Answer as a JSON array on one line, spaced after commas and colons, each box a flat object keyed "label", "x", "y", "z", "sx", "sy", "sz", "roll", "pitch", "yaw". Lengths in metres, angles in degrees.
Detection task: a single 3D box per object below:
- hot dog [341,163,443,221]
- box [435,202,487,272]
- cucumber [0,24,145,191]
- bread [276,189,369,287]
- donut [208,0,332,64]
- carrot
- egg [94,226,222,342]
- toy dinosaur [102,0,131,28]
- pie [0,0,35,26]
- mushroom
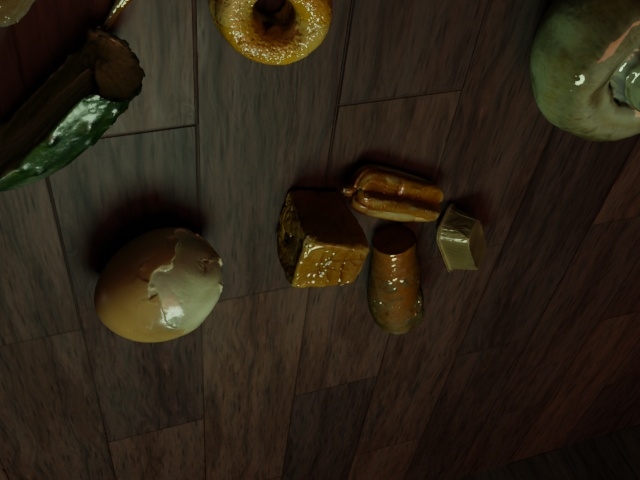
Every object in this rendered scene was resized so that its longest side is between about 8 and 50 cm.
[{"label": "hot dog", "x": 0.140, "y": -0.092, "z": 1.503, "sx": 0.249, "sy": 0.076, "sz": 0.102, "roll": 7, "pitch": 96, "yaw": -36}, {"label": "box", "x": 0.304, "y": -0.002, "z": 1.678, "sx": 0.111, "sy": 0.111, "sz": 0.177, "roll": -26, "pitch": 142, "yaw": 3}, {"label": "cucumber", "x": -0.386, "y": -0.152, "z": 1.092, "sx": 0.325, "sy": 0.145, "sz": 0.105, "roll": -32, "pitch": 143, "yaw": 26}, {"label": "bread", "x": 0.000, "y": 0.000, "z": 1.474, "sx": 0.143, "sy": 0.158, "sz": 0.149, "roll": -5, "pitch": 143, "yaw": -25}, {"label": "donut", "x": -0.065, "y": -0.334, "z": 1.102, "sx": 0.174, "sy": 0.075, "sz": 0.190, "roll": -39, "pitch": 140, "yaw": 20}, {"label": "carrot", "x": 0.165, "y": 0.100, "z": 1.707, "sx": 0.138, "sy": 0.139, "sz": 0.302, "roll": -20, "pitch": 136, "yaw": -5}, {"label": "egg", "x": -0.300, "y": 0.087, "z": 1.383, "sx": 0.244, "sy": 0.201, "sz": 0.201, "roll": -22, "pitch": 144, "yaw": 18}, {"label": "toy dinosaur", "x": -0.238, "y": -0.359, "z": 1.012, "sx": 0.142, "sy": 0.057, "sz": 0.212, "roll": -26, "pitch": 177, "yaw": -24}, {"label": "pie", "x": -0.389, "y": -0.350, "z": 0.881, "sx": 0.195, "sy": 0.046, "sz": 0.195, "roll": -32, "pitch": 138, "yaw": -34}, {"label": "mushroom", "x": 0.522, "y": -0.320, "z": 1.279, "sx": 0.352, "sy": 0.260, "sz": 0.352, "roll": -18, "pitch": 140, "yaw": -16}]
